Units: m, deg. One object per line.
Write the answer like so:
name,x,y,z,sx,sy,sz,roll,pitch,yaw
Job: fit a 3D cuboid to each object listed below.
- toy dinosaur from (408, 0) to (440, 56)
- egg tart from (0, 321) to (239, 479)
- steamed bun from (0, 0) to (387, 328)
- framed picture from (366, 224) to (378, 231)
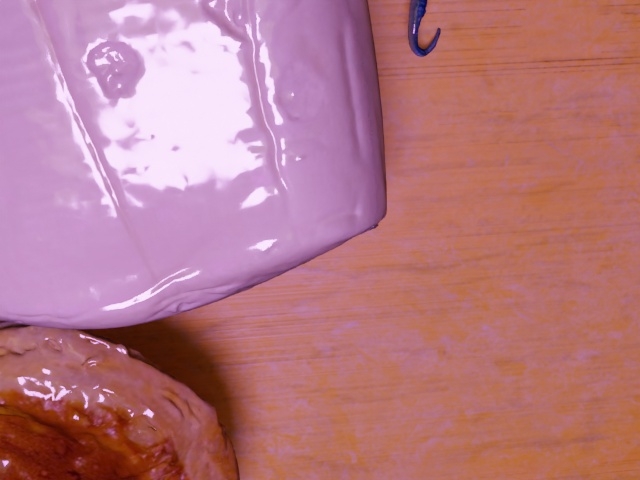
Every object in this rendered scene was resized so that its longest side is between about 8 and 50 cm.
toy dinosaur,0.141,-0.397,0.787,0.147,0.076,0.363,21,97,-17
egg tart,-0.308,0.253,0.820,0.442,0.178,0.444,-1,119,-2
steamed bun,-0.171,-0.120,0.716,0.455,0.290,0.372,-9,108,-3
framed picture,0.000,0.000,0.852,0.149,0.109,0.011,-25,77,1
